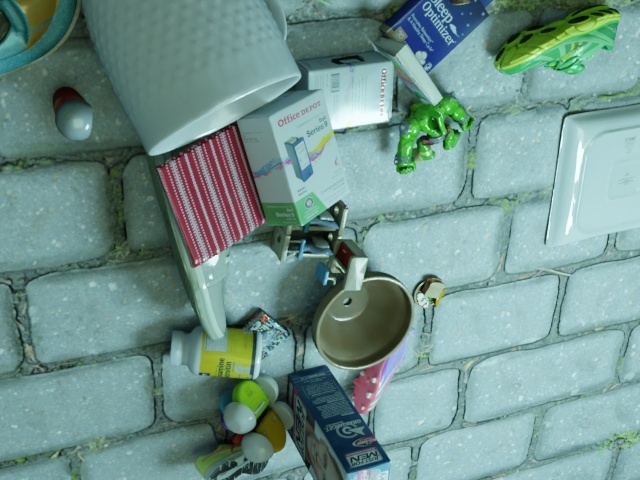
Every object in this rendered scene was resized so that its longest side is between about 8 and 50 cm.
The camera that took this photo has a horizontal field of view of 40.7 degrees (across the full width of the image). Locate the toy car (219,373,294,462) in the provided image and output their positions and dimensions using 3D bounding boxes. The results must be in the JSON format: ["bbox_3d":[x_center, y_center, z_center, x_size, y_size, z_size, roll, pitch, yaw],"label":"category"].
[{"bbox_3d":[-0.157,0.395,1.910,0.136,0.159,0.182,-17,110,35],"label":"toy car"}]

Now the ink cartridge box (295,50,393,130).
[{"bbox_3d":[0.045,-0.285,1.659,0.175,0.072,0.127,-11,121,-20],"label":"ink cartridge box"}]

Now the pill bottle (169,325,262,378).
[{"bbox_3d":[-0.217,0.230,1.789,0.184,0.103,0.103,5,116,-7],"label":"pill bottle"}]

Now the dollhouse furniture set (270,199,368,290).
[{"bbox_3d":[0.000,0.000,1.727,0.129,0.183,0.128,1,116,-25],"label":"dollhouse furniture set"}]

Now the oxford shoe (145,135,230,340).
[{"bbox_3d":[-0.221,-0.006,1.639,0.130,0.169,0.449,-18,118,-17],"label":"oxford shoe"}]

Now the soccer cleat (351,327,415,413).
[{"bbox_3d":[0.149,0.304,2.033,0.095,0.083,0.248,6,112,-32],"label":"soccer cleat"}]

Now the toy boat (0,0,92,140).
[{"bbox_3d":[-0.463,-0.304,1.365,0.268,0.148,0.318,-34,125,-5],"label":"toy boat"}]

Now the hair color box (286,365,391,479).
[{"bbox_3d":[0.031,0.448,1.889,0.105,0.347,0.173,-10,120,-20],"label":"hair color box"}]

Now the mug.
[{"bbox_3d":[-0.196,-0.359,1.390,0.374,0.276,0.328,-32,96,-45],"label":"mug"}]

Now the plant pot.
[{"bbox_3d":[0.080,0.158,1.898,0.237,0.109,0.237,-11,121,-19],"label":"plant pot"}]

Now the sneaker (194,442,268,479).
[{"bbox_3d":[-0.198,0.493,1.977,0.209,0.094,0.081,-6,110,-48],"label":"sneaker"}]

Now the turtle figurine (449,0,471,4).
[{"bbox_3d":[0.290,-0.556,1.589,0.270,0.087,0.217,-19,109,-18],"label":"turtle figurine"}]

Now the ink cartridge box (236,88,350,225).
[{"bbox_3d":[-0.047,-0.152,1.570,0.154,0.093,0.212,-35,117,-42],"label":"ink cartridge box"}]

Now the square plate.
[{"bbox_3d":[0.712,-0.154,2.059,0.347,0.049,0.344,-11,121,-20],"label":"square plate"}]

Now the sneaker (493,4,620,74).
[{"bbox_3d":[0.501,-0.393,1.790,0.296,0.109,0.123,-22,120,-13],"label":"sneaker"}]

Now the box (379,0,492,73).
[{"bbox_3d":[0.237,-0.441,1.687,0.225,0.036,0.136,-44,126,1],"label":"box"}]

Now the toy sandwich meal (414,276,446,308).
[{"bbox_3d":[0.258,0.124,2.011,0.086,0.029,0.085,-11,121,-19],"label":"toy sandwich meal"}]

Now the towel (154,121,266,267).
[{"bbox_3d":[-0.163,-0.099,1.540,0.275,0.031,0.198,-37,119,-39],"label":"towel"}]

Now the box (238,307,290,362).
[{"bbox_3d":[-0.145,0.223,1.879,0.137,0.027,0.094,-46,124,4],"label":"box"}]

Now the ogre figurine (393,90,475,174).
[{"bbox_3d":[0.229,-0.229,1.765,0.197,0.096,0.118,-20,136,0],"label":"ogre figurine"}]

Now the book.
[{"bbox_3d":[0.170,-0.331,1.678,0.035,0.096,0.144,-46,125,0],"label":"book"}]
